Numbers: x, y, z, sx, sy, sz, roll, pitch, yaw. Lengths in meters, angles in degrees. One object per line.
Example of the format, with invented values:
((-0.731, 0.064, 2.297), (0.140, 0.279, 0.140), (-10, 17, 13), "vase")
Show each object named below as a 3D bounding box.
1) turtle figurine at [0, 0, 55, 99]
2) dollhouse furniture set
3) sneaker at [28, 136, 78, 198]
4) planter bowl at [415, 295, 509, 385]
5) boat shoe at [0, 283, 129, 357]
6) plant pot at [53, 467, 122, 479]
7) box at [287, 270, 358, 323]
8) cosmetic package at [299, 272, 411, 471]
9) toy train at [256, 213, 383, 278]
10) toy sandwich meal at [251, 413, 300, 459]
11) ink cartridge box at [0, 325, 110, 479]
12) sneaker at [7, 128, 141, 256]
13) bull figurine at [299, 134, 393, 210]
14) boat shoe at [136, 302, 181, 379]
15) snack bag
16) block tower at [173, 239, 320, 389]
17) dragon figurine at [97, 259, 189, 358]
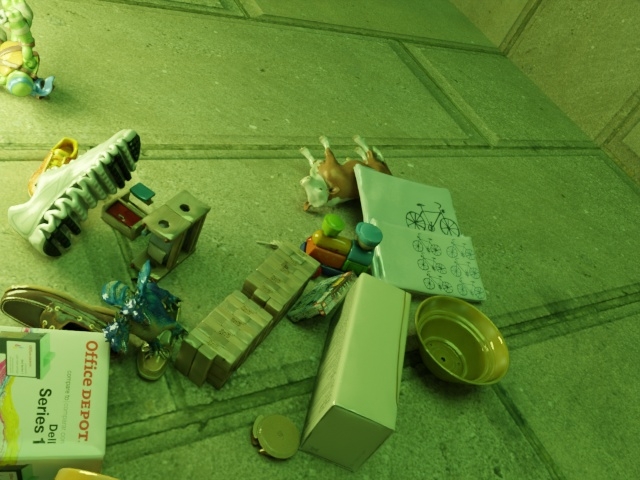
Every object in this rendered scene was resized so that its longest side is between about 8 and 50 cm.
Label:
((-0.712, -0.436, 1.296), (0.274, 0.198, 0.266), (5, 42, -31), "turtle figurine")
((-0.334, -0.040, 1.149), (0.183, 0.129, 0.129), (35, 41, 6), "dollhouse furniture set")
((-0.531, -0.143, 1.193), (0.064, 0.067, 0.175), (17, 43, -16), "sneaker")
((0.273, 0.227, 1.251), (0.217, 0.090, 0.217), (16, 41, -15), "planter bowl")
((-0.411, 0.132, 0.969), (0.207, 0.073, 0.073), (18, 39, -13), "boat shoe")
((-0.254, 0.397, 0.706), (0.205, 0.205, 0.188), (23, 56, -7), "plant pot")
((0.007, 0.113, 1.215), (0.137, 0.094, 0.027), (-41, 104, -48), "box")
((0.068, 0.225, 1.083), (0.113, 0.160, 0.309), (24, 41, -7), "cosmetic package")
((0.000, 0.000, 1.289), (0.248, 0.143, 0.105), (19, 40, -12), "toy train")
((-0.075, 0.326, 0.997), (0.085, 0.029, 0.086), (20, 40, -18), "toy sandwich meal")
((-0.437, 0.227, 0.820), (0.278, 0.117, 0.201), (8, 44, -24), "ink cartridge box")
((-0.450, -0.111, 1.118), (0.118, 0.110, 0.292), (29, 63, 13), "sneaker")
((0.054, -0.167, 1.517), (0.310, 0.101, 0.188), (-5, 67, -38), "bull figurine")
((-0.272, 0.166, 1.032), (0.056, 0.048, 0.153), (22, 40, -8), "boat shoe")
((0.241, -0.020, 1.458), (0.323, 0.037, 0.343), (11, 56, -29), "snack bag")
((-0.126, 0.132, 1.121), (0.091, 0.097, 0.335), (35, 42, 8), "block tower")
((-0.293, 0.091, 0.977), (0.085, 0.144, 0.289), (-30, 36, 0), "dragon figurine")
